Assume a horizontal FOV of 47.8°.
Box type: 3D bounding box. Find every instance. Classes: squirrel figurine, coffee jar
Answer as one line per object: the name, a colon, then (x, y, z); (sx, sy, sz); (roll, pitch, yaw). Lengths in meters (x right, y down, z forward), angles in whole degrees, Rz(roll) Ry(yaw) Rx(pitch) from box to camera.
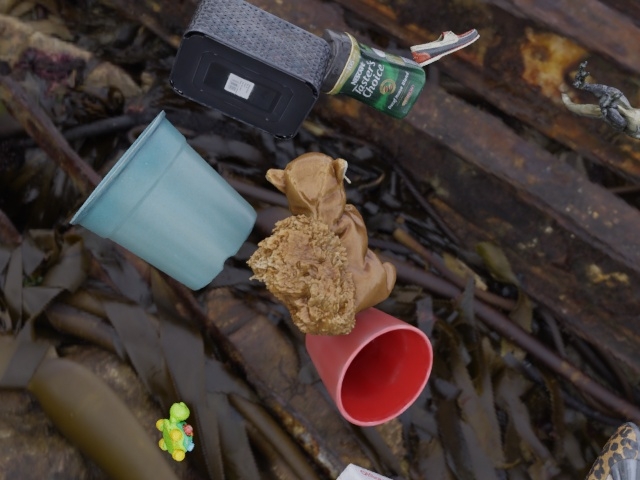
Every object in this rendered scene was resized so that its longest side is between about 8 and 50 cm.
squirrel figurine: (0.000, 0.000, 1.634); (0.281, 0.370, 0.397); (-2, 24, 14)
coffee jar: (0.069, -0.264, 1.147); (0.184, 0.096, 0.079); (13, 29, -29)

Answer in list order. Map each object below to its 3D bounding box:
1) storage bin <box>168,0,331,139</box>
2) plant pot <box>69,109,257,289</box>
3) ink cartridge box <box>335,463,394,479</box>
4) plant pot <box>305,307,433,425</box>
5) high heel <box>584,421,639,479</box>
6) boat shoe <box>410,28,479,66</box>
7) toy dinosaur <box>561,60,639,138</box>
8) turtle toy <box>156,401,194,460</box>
storage bin: (-0.091, -0.224, 0.936); (0.180, 0.122, 0.084); (22, 56, -12)
plant pot: (-0.356, -0.076, 1.742); (0.334, 0.341, 0.341); (39, 49, -17)
ink cartridge box: (0.156, 0.630, 1.550); (0.201, 0.117, 0.278); (35, 4, -39)
plant pot: (0.102, 0.282, 1.804); (0.275, 0.275, 0.243); (-10, 25, -26)
high heel: (0.426, 0.398, 1.126); (0.093, 0.261, 0.186); (23, 57, -1)
boat shoe: (0.243, -0.383, 1.406); (0.137, 0.049, 0.043); (-24, 101, 1)
toy dinosaur: (0.413, -0.189, 1.026); (0.118, 0.064, 0.268); (28, 8, -39)
turtle toy: (-0.327, 0.436, 1.655); (0.066, 0.095, 0.130); (-14, 106, -36)
